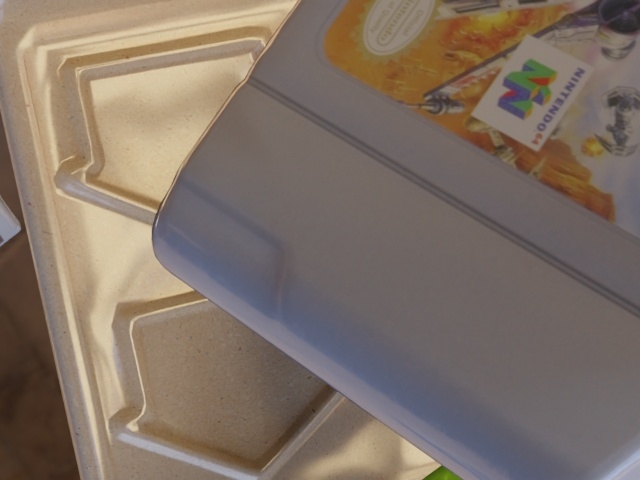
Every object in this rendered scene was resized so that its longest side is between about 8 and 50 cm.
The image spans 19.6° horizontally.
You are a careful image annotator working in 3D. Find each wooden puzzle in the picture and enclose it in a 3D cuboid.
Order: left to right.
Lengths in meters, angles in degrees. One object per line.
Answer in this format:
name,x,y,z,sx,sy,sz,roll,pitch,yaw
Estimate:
wooden puzzle,0.000,0.000,0.986,0.080,0.322,0.348,4,105,65

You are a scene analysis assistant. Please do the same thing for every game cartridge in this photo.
game cartridge,0.103,-0.069,0.534,0.198,0.062,0.297,32,85,38

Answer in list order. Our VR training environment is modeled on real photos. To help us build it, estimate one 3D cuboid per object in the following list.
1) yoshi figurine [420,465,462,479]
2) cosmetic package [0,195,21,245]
yoshi figurine,0.100,0.075,0.768,0.203,0.203,0.362,106,152,-61
cosmetic package,-0.234,-0.042,0.780,0.127,0.107,0.238,58,163,-25
